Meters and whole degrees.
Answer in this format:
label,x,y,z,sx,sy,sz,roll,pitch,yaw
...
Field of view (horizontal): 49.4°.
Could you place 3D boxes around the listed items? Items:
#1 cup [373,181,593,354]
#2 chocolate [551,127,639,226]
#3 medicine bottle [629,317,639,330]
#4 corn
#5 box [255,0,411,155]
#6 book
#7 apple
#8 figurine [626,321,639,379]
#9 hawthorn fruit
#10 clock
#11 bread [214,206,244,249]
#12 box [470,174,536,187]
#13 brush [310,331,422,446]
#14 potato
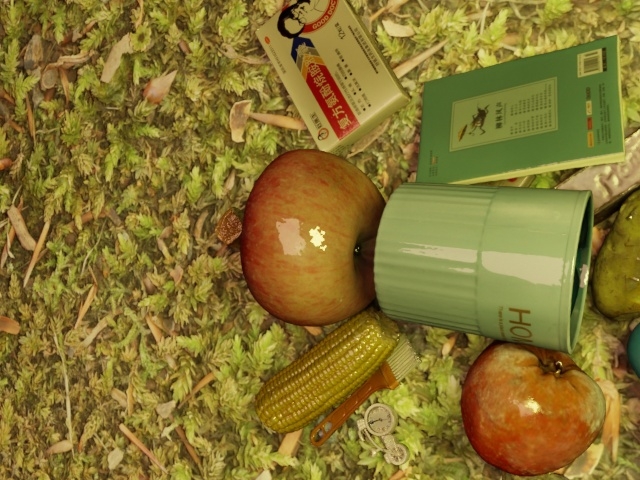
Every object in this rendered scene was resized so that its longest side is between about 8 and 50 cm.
label,x,y,z,sx,sy,sz,roll,pitch,yaw
cup,0.284,0.031,1.177,0.311,0.331,0.257,7,95,25
chocolate,0.542,-0.135,1.197,0.321,0.112,0.112,-36,72,20
medicine bottle,0.574,0.129,1.187,0.052,0.052,0.089,37,102,25
corn,0.014,0.269,1.418,0.344,0.131,0.131,-42,68,19
box,0.020,-0.383,1.517,0.214,0.069,0.353,-35,69,20
book,0.355,-0.229,1.281,0.379,0.031,0.264,-7,60,32
apple,0.000,0.000,1.354,0.269,0.345,0.345,13,91,18
figurine,0.618,0.312,1.067,0.243,0.298,0.416,-4,96,60
hawthorn fruit,0.341,0.284,1.193,0.263,0.231,0.235,-34,60,15
clock,0.127,0.394,1.398,0.087,0.041,0.129,-34,66,16
bread,-0.194,-0.025,1.580,0.070,0.083,0.077,-42,72,8
box,0.300,-0.082,1.346,0.141,0.058,0.201,38,103,25
brush,0.082,0.320,1.427,0.314,0.017,0.090,-47,39,17
potato,0.535,0.028,1.167,0.113,0.149,0.251,7,108,-11
